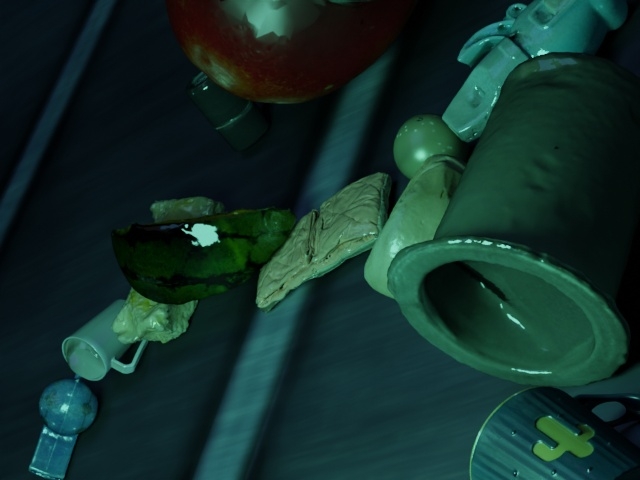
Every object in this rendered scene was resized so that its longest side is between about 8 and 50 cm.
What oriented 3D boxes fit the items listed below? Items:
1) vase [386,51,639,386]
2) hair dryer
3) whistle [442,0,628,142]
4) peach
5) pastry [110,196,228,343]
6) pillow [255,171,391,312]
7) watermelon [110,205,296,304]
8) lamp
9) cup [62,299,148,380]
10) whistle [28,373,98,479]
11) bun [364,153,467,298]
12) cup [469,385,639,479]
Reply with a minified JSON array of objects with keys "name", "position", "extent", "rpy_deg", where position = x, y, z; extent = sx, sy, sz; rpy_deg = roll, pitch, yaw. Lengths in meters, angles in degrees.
[{"name":"vase","position":[0.233,-0.034,1.571],"extent":[0.245,0.245,0.291],"rpy_deg":[-12,43,48]},{"name":"hair dryer","position":[-0.111,-0.244,2.367],"extent":[0.071,0.124,0.219],"rpy_deg":[-19,28,40]},{"name":"whistle","position":[0.255,-0.222,1.830],"extent":[0.274,0.093,0.186],"rpy_deg":[-44,48,6]},{"name":"peach","position":[-0.020,-0.380,2.147],"extent":[0.406,0.335,0.310],"rpy_deg":[-48,29,-4]},{"name":"pastry","position":[-0.210,0.045,2.207],"extent":[0.121,0.089,0.258],"rpy_deg":[-19,45,39]},{"name":"pillow","position":[0.000,0.000,2.018],"extent":[0.232,0.043,0.126],"rpy_deg":[-33,31,34]},{"name":"watermelon","position":[-0.180,0.009,2.102],"extent":[0.301,0.123,0.129],"rpy_deg":[-5,22,37]},{"name":"lamp","position":[0.128,-0.070,1.887],"extent":[0.091,0.091,0.163],"rpy_deg":[-9,68,50]},{"name":"cup","position":[-0.294,0.146,2.220],"extent":[0.104,0.074,0.116],"rpy_deg":[24,43,21]},{"name":"whistle","position":[-0.361,0.251,2.205],"extent":[0.090,0.090,0.158],"rpy_deg":[-24,41,40]},{"name":"bun","position":[0.131,-0.007,1.771],"extent":[0.173,0.113,0.166],"rpy_deg":[-61,-2,20]},{"name":"cup","position":[0.247,0.208,1.404],"extent":[0.176,0.131,0.155],"rpy_deg":[-33,31,-16]}]
